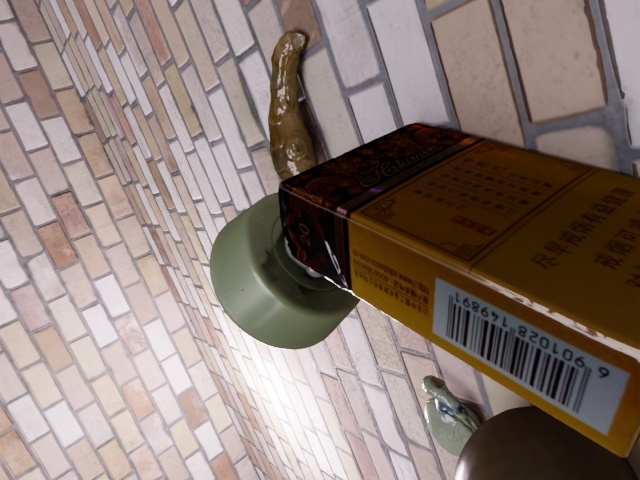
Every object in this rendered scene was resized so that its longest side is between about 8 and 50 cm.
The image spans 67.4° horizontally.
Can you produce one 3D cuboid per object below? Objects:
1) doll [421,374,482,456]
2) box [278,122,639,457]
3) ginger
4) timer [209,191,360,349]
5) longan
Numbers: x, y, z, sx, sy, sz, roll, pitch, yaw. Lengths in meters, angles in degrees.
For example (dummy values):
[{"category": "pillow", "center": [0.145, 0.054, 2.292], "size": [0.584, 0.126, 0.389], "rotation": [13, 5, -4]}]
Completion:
[{"category": "doll", "center": [0.251, 0.348, 0.895], "size": [0.103, 0.071, 0.214], "rotation": [-12, 108, 60]}, {"category": "box", "center": [0.178, -0.007, 0.529], "size": [0.415, 0.264, 0.116], "rotation": [27, 136, 41]}, {"category": "ginger", "center": [-0.053, -0.223, 0.876], "size": [0.131, 0.086, 0.295], "rotation": [-124, 27, -56]}, {"category": "timer", "center": [0.000, 0.000, 0.832], "size": [0.291, 0.290, 0.315], "rotation": [56, 133, 9]}, {"category": "longan", "center": [0.309, 0.355, 0.665], "size": [0.258, 0.258, 0.258], "rotation": [36, 141, 36]}]
